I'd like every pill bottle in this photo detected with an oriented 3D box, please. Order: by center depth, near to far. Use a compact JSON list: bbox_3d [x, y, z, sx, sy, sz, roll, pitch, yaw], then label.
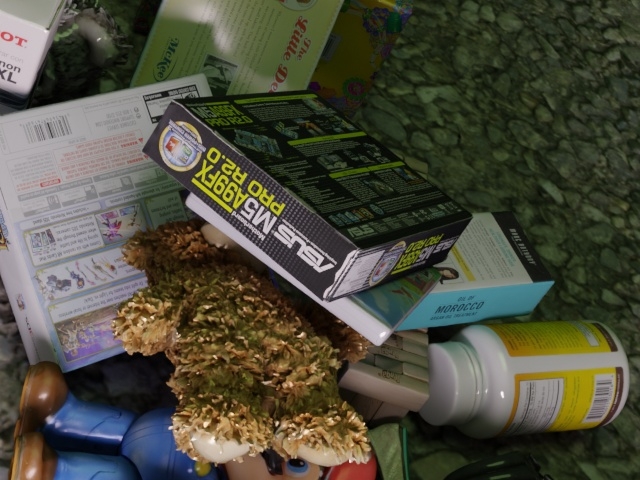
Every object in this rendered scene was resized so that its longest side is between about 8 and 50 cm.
[{"bbox_3d":[0.205,0.143,1.584,0.215,0.117,0.117,0,50,-30],"label":"pill bottle"}]

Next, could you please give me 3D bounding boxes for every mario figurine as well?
[{"bbox_3d":[-0.103,0.171,1.340,0.320,0.170,0.198,9,77,-12],"label":"mario figurine"}]

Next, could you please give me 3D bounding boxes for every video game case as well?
[{"bbox_3d":[0.000,0.000,1.398,0.212,0.023,0.193,36,22,7],"label":"video game case"},{"bbox_3d":[-0.192,-0.019,1.487,0.269,0.061,0.244,-18,87,-39],"label":"video game case"}]

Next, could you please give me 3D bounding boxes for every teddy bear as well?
[{"bbox_3d":[-0.066,0.077,1.320,0.245,0.113,0.338,10,28,-5],"label":"teddy bear"}]

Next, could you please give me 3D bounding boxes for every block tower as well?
[{"bbox_3d":[0.056,0.048,1.612,0.091,0.097,0.335,18,42,-13],"label":"block tower"}]

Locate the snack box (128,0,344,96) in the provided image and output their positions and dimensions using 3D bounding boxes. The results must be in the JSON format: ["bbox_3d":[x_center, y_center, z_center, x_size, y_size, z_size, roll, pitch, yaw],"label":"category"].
[{"bbox_3d":[-0.070,-0.278,1.689,0.187,0.322,0.060,21,17,-10],"label":"snack box"}]

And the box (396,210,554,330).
[{"bbox_3d":[0.109,0.031,1.542,0.244,0.060,0.100,-4,52,-33],"label":"box"}]

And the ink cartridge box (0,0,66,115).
[{"bbox_3d":[-0.358,-0.180,1.488,0.172,0.237,0.100,21,43,-10],"label":"ink cartridge box"}]

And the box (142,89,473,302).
[{"bbox_3d":[-0.003,-0.050,1.388,0.216,0.060,0.270,38,21,16],"label":"box"}]

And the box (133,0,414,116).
[{"bbox_3d":[-0.042,-0.345,1.870,0.290,0.177,0.279,21,42,-10],"label":"box"}]

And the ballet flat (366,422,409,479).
[{"bbox_3d":[0.065,0.249,1.465,0.052,0.057,0.168,-7,44,2],"label":"ballet flat"}]

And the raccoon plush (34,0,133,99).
[{"bbox_3d":[-0.306,-0.360,1.597,0.299,0.446,0.216,18,11,-15],"label":"raccoon plush"}]

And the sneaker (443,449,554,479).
[{"bbox_3d":[0.245,0.277,1.486,0.296,0.104,0.147,5,53,-19],"label":"sneaker"}]
